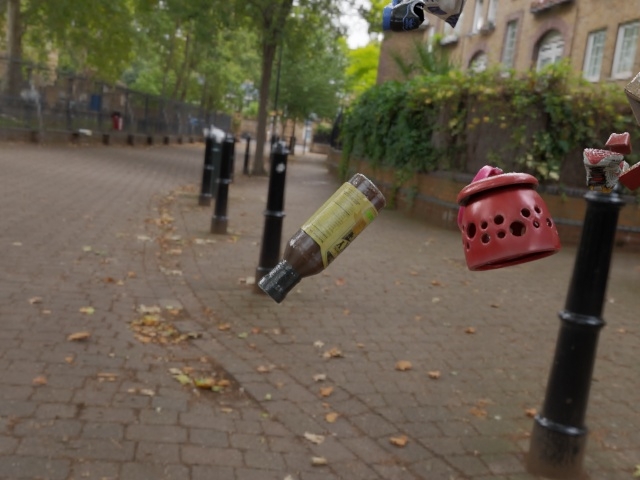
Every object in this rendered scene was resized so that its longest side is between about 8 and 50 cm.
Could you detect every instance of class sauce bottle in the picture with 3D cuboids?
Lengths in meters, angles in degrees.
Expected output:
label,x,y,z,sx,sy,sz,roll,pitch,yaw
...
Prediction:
label,x,y,z,sx,sy,sz,roll,pitch,yaw
sauce bottle,0.000,0.000,1.525,0.111,0.344,0.111,45,-4,4

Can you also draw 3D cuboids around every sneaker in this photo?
label,x,y,z,sx,sy,sz,roll,pitch,yaw
sneaker,0.218,-0.566,1.630,0.090,0.082,0.232,9,42,15
sneaker,0.443,-0.891,2.427,0.182,0.128,0.315,21,-5,4
sneaker,0.707,-0.170,1.658,0.088,0.093,0.225,15,1,35

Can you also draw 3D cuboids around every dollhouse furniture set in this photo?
label,x,y,z,sx,sy,sz,roll,pitch,yaw
dollhouse furniture set,0.944,-0.274,1.848,0.201,0.152,0.374,39,-34,-5

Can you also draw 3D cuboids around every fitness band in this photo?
label,x,y,z,sx,sy,sz,roll,pitch,yaw
fitness band,0.503,-0.122,2.092,0.054,0.209,0.291,31,-3,23

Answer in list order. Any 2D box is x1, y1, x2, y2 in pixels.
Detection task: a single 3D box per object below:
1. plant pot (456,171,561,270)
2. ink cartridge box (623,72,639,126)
label,x,y,z,sx,sy,sz,roll,pitch,yaw
plant pot,0.383,-0.039,1.373,0.191,0.174,0.191,-8,-11,-2
ink cartridge box,0.799,-0.355,1.457,0.193,0.235,0.088,26,20,-51
